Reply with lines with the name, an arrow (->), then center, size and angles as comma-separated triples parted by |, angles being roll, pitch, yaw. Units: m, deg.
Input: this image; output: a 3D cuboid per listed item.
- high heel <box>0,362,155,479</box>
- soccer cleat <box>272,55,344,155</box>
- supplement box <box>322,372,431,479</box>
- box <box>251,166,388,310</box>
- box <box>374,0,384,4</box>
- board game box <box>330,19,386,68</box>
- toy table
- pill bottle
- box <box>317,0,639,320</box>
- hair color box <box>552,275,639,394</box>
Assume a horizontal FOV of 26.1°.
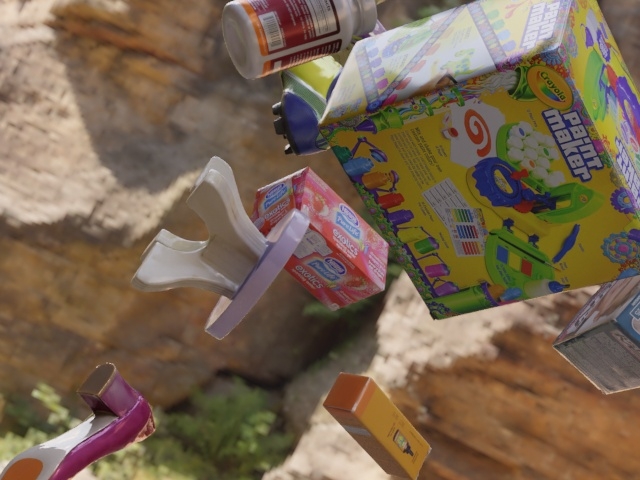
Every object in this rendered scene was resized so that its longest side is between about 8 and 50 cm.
high heel -> -0.282, 0.263, 1.583 | 0.082, 0.244, 0.117 | 2, -44, 37
soccer cleat -> -0.007, -0.235, 1.984 | 0.121, 0.289, 0.093 | -13, -42, 10
supplement box -> 0.102, 0.331, 2.442 | 0.080, 0.078, 0.233 | 2, -38, 44
box -> 0.000, 0.000, 2.548 | 0.128, 0.123, 0.257 | -23, -50, 32
box -> 0.158, -0.463, 1.864 | 0.213, 0.243, 0.117 | -30, 77, -43
board game box -> 0.012, -0.374, 2.510 | 0.347, 0.056, 0.208 | 52, -35, -4
toy table -> -0.145, 0.014, 1.949 | 0.161, 0.274, 0.252 | 35, 40, -8
pill bottle -> -0.021, -0.231, 1.470 | 0.152, 0.086, 0.086 | -20, 15, -18
box -> 0.200, -0.096, 1.505 | 0.279, 0.177, 0.290 | -14, -57, 29
hair color box -> 0.404, 0.084, 1.675 | 0.105, 0.174, 0.347 | 42, -8, 4
